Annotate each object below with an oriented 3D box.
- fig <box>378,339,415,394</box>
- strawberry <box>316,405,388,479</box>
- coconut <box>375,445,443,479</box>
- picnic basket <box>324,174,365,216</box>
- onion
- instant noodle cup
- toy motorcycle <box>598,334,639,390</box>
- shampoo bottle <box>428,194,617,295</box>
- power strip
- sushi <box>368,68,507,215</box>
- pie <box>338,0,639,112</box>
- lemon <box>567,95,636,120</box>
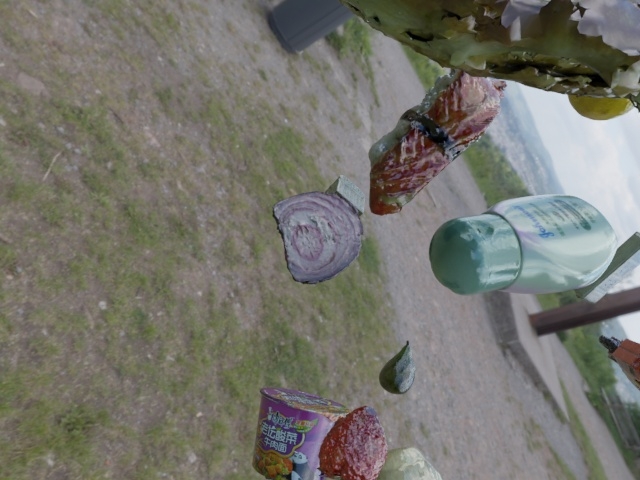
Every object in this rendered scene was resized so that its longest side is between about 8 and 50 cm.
[{"bbox_3d":[0.266,0.417,1.545,0.117,0.117,0.177,38,81,-44],"label":"fig"},{"bbox_3d":[0.067,0.413,0.934,0.131,0.148,0.131,19,17,-6],"label":"strawberry"},{"bbox_3d":[0.243,0.685,1.292,0.224,0.224,0.224,42,35,-39],"label":"coconut"},{"bbox_3d":[0.054,-0.117,1.732,0.134,0.196,0.154,38,30,-13],"label":"picnic basket"},{"bbox_3d":[0.000,0.000,1.559,0.146,0.280,0.314,99,-22,-68],"label":"onion"},{"bbox_3d":[-0.061,0.510,1.232,0.251,0.251,0.190,27,73,-52],"label":"instant noodle cup"},{"bbox_3d":[0.636,0.249,0.879,0.171,0.089,0.298,44,7,7],"label":"toy motorcycle"},{"bbox_3d":[0.370,0.012,0.900,0.350,0.151,0.221,-9,48,-20],"label":"shampoo bottle"},{"bbox_3d":[0.861,0.082,1.380,0.078,0.272,0.052,21,30,-31],"label":"power strip"},{"bbox_3d":[0.194,-0.188,0.839,0.124,0.332,0.130,43,14,-16],"label":"sushi"},{"bbox_3d":[0.141,-0.230,0.377,0.289,0.103,0.354,12,53,-13],"label":"pie"},{"bbox_3d":[0.906,-0.500,1.471,0.288,0.234,0.233,97,-17,-65],"label":"lemon"}]
